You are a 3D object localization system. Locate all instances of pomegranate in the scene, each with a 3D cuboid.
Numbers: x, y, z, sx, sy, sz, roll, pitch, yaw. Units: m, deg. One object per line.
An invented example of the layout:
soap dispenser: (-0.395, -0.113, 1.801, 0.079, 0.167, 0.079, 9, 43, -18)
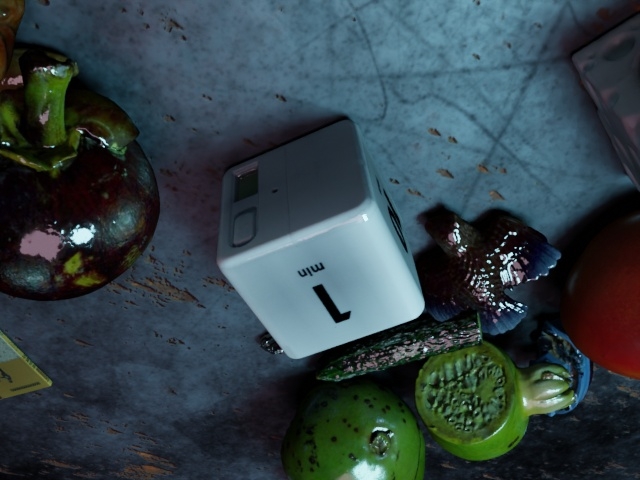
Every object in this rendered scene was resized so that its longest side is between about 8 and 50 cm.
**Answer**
pomegranate: (0.051, 0.370, 1.113, 0.254, 0.254, 0.270, 15, 143, -18)
pomegranate: (0.286, 0.256, 1.072, 0.241, 0.190, 0.159, -42, 136, 8)

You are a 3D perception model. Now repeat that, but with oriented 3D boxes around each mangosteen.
mangosteen: (-0.296, -0.072, 0.685, 0.231, 0.231, 0.289, -1, 139, -5)

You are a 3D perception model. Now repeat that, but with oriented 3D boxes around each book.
book: (-0.539, 0.201, 1.048, 0.118, 0.012, 0.172, -15, 131, 9)

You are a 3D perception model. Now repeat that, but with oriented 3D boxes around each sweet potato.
sweet potato: (-0.377, -0.176, 0.708, 0.218, 0.051, 0.065, -11, 133, 3)

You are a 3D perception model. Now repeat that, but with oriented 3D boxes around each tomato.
tomato: (0.502, 0.088, 0.912, 0.298, 0.226, 0.299, 0, 130, -1)

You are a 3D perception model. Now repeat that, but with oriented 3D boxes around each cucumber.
cucumber: (0.123, 0.177, 1.058, 0.293, 0.068, 0.068, -17, 130, 12)

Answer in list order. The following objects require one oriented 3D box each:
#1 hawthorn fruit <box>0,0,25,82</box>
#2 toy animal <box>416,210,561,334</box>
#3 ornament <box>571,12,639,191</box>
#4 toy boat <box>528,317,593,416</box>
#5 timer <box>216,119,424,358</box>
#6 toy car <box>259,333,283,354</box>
hawthorn fruit: (-0.391, -0.224, 0.591, 0.200, 0.179, 0.179, 12, 130, 0)
toy animal: (0.221, 0.040, 0.913, 0.218, 0.116, 0.179, -28, 129, 26)
ornament: (0.468, -0.134, 0.703, 0.239, 0.240, 0.240, -31, 127, 20)
toy boat: (0.408, 0.230, 1.101, 0.097, 0.100, 0.223, -28, 130, -18)
timer: (0.000, 0.000, 0.805, 0.194, 0.192, 0.195, -22, 129, 13)
toy car: (-0.059, 0.156, 1.047, 0.093, 0.025, 0.041, -35, 127, 27)
